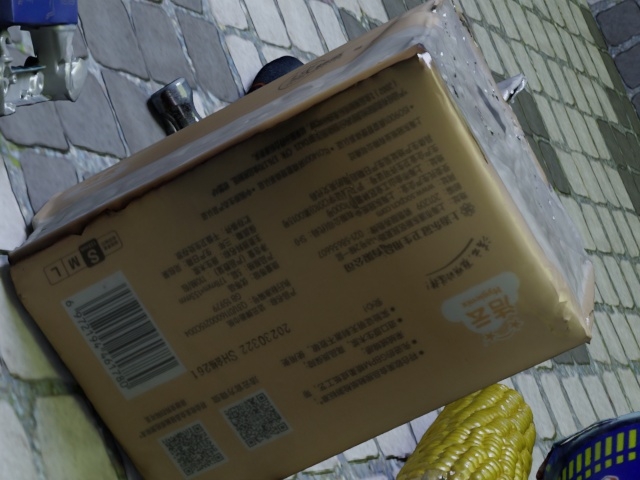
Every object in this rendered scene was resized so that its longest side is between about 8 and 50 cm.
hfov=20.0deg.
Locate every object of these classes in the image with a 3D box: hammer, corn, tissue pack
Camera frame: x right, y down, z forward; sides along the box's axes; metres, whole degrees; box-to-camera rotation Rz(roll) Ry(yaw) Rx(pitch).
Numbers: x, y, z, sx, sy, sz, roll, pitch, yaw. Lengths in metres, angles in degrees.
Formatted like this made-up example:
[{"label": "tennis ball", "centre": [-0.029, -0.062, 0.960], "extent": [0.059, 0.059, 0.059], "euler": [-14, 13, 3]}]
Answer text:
[{"label": "hammer", "centre": [-0.053, -0.101, 1.529], "extent": [0.137, 0.037, 0.290], "euler": [60, 21, -9]}, {"label": "corn", "centre": [0.126, 0.196, 1.520], "extent": [0.106, 0.106, 0.305], "euler": [62, 18, -4]}, {"label": "tissue pack", "centre": [0.000, 0.000, 1.160], "extent": [0.238, 0.305, 0.238], "euler": [49, 26, -34]}]

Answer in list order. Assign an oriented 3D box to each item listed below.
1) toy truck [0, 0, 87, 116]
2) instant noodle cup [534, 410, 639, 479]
[{"label": "toy truck", "centre": [-0.224, -0.156, 1.074], "extent": [0.213, 0.161, 0.177], "euler": [-20, 108, -69]}, {"label": "instant noodle cup", "centre": [0.311, 0.348, 1.594], "extent": [0.284, 0.284, 0.312], "euler": [53, 32, -27]}]
